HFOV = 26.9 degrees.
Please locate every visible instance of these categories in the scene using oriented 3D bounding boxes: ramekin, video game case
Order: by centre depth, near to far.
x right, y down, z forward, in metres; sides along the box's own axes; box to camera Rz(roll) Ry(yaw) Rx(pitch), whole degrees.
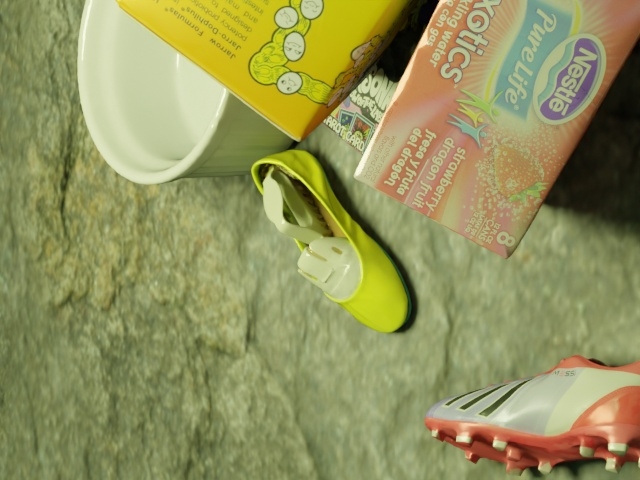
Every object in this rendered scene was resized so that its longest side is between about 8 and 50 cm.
[{"bbox_3d":[0.090,-0.167,1.223,0.232,0.042,0.210,42,118,40],"label":"video game case"},{"bbox_3d":[-0.123,-0.193,1.390,0.277,0.135,0.277,-1,88,49],"label":"ramekin"}]

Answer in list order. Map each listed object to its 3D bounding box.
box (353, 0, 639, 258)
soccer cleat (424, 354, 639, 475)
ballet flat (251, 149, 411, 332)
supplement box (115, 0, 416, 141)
[{"bbox_3d":[0.161,-0.160,1.026,0.142,0.154,0.300,28,114,4],"label":"box"},{"bbox_3d":[0.188,0.137,1.095,0.248,0.083,0.095,-9,53,52],"label":"soccer cleat"},{"bbox_3d":[0.000,0.000,1.291,0.077,0.077,0.231,-54,53,31],"label":"ballet flat"},{"bbox_3d":[0.027,-0.292,1.072,0.195,0.194,0.356,37,121,1],"label":"supplement box"}]
